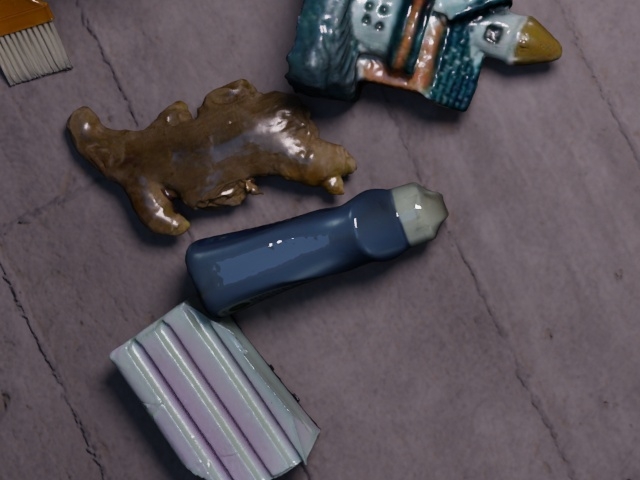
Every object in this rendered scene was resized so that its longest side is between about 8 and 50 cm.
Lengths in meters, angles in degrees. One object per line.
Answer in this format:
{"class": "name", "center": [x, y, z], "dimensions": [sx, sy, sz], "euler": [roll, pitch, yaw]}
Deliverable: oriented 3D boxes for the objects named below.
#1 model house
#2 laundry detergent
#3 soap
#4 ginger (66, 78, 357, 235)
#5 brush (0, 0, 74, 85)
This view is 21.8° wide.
{"class": "model house", "center": [0.126, -0.253, 1.800], "dimensions": [0.291, 0.184, 0.253], "euler": [15, 92, 2]}
{"class": "laundry detergent", "center": [0.000, 0.000, 1.855], "dimensions": [0.289, 0.143, 0.094], "euler": [-19, 84, 6]}
{"class": "soap", "center": [-0.115, 0.181, 1.910], "dimensions": [0.145, 0.091, 0.230], "euler": [-34, 90, 13]}
{"class": "ginger", "center": [-0.127, -0.095, 1.893], "dimensions": [0.333, 0.080, 0.166], "euler": [-7, 82, 6]}
{"class": "brush", "center": [-0.377, -0.319, 1.872], "dimensions": [0.090, 0.017, 0.314], "euler": [-16, 120, 9]}
